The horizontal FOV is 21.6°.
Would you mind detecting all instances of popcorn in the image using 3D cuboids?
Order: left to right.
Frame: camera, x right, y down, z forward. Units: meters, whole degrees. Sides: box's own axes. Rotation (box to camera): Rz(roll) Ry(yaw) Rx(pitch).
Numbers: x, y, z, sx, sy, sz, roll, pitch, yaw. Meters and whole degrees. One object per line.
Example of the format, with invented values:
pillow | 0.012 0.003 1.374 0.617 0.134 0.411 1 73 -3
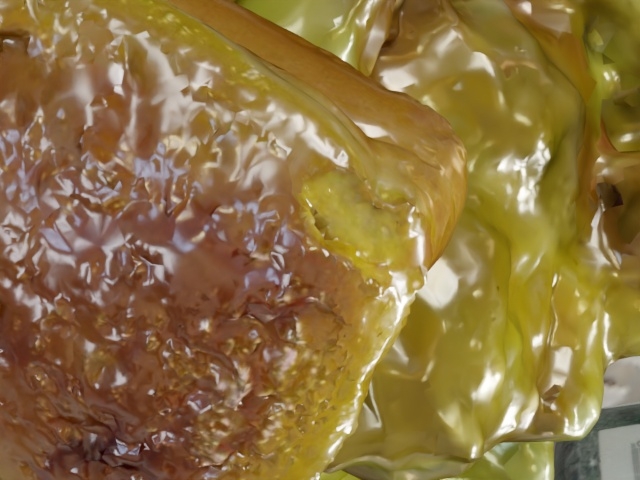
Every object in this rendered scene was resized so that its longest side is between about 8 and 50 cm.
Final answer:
popcorn | -0.011 0.004 0.592 0.321 0.290 0.325 -33 121 -17

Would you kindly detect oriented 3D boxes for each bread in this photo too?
bread | -0.111 -0.026 0.370 0.271 0.077 0.139 31 115 2

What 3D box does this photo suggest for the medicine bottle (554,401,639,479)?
medicine bottle | 0.256 0.122 0.724 0.293 0.141 0.141 -11 147 13
